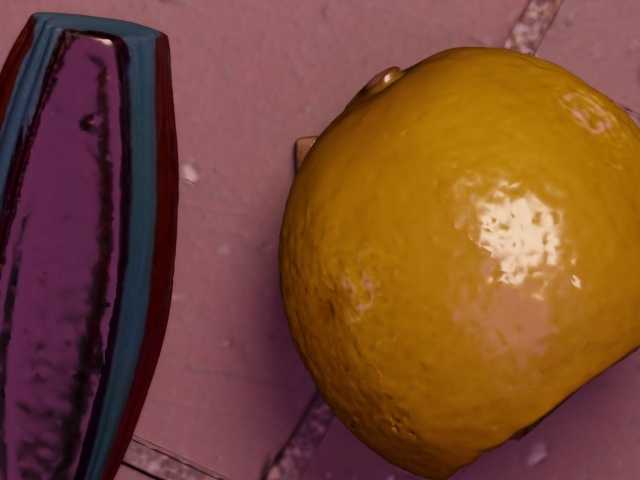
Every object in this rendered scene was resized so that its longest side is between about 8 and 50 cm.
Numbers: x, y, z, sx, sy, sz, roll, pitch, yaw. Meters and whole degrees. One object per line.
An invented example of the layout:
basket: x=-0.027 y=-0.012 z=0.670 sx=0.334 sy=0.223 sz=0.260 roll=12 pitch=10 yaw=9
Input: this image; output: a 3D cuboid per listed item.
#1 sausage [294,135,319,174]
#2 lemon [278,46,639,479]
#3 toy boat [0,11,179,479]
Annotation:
sausage: x=0.000 y=0.000 z=1.167 sx=0.024 sy=0.024 sz=0.132 roll=-6 pitch=104 yaw=-3
lemon: x=0.085 y=0.001 z=1.073 sx=0.240 sy=0.240 sz=0.219 roll=-34 pitch=84 yaw=4
toy boat: x=-0.163 y=0.058 z=1.148 sx=0.136 sy=0.079 sz=0.392 roll=8 pitch=101 yaw=-5
